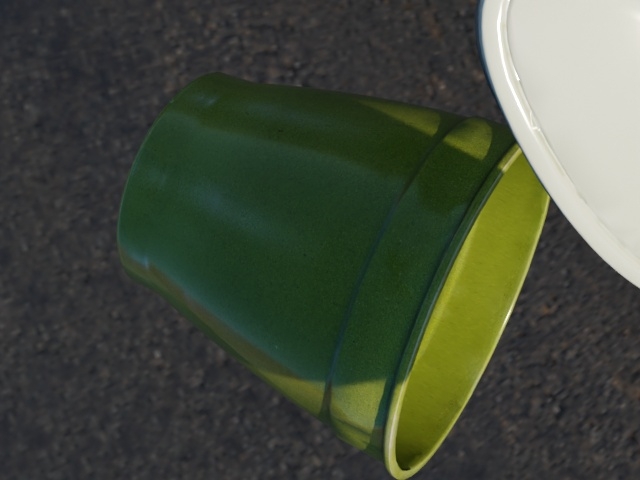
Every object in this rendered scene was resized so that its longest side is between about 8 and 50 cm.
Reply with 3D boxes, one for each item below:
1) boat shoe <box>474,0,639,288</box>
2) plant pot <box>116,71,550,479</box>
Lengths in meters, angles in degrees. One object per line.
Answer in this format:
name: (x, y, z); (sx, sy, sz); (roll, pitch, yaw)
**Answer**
boat shoe: (0.175, -0.027, 0.593); (0.116, 0.319, 0.099); (-53, 25, 11)
plant pot: (0.000, 0.000, 1.435); (0.353, 0.366, 0.366); (23, 119, 18)
